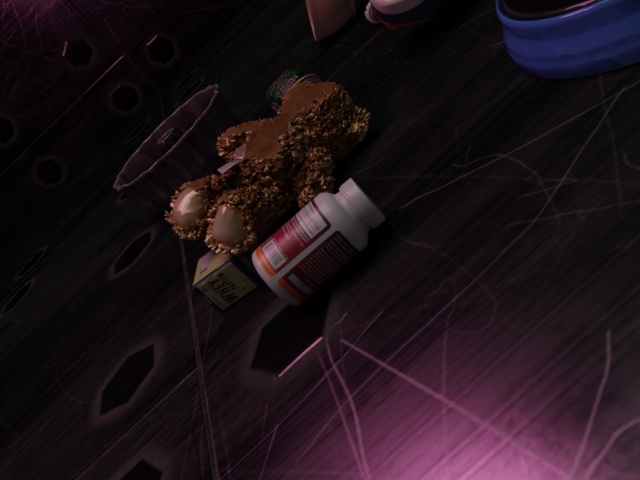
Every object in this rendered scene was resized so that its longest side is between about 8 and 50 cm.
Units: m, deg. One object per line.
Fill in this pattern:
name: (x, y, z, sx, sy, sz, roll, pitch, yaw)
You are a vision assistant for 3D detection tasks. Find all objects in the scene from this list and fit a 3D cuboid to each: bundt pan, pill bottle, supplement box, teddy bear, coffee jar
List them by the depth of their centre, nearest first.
pill bottle: (0.000, 0.000, 0.785, 0.152, 0.086, 0.086, -40, 25, 7)
supplement box: (-0.132, 0.042, 0.951, 0.083, 0.056, 0.083, -35, 27, 19)
teddy bear: (-0.071, -0.100, 0.983, 0.245, 0.113, 0.338, 0, 44, 31)
coffee jar: (-0.039, -0.274, 1.269, 0.096, 0.079, 0.184, -45, 25, 0)
bundt pan: (-0.308, -0.196, 1.504, 0.331, 0.124, 0.331, -34, 28, 21)

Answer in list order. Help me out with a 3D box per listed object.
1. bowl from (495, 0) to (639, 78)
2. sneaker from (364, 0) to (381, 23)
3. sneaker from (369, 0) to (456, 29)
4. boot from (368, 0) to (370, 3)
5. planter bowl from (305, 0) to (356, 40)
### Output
bowl: (0.378, -0.348, 0.760, 0.391, 0.077, 0.391, -35, 26, 20)
sneaker: (0.162, -0.504, 1.340, 0.170, 0.063, 0.075, -43, 24, 15)
sneaker: (0.239, -0.479, 1.131, 0.350, 0.131, 0.148, -26, -12, 4)
boot: (0.167, -0.658, 1.515, 0.223, 0.118, 0.338, -34, 31, 11)
planter bowl: (0.022, -0.560, 1.553, 0.109, 0.162, 0.162, -13, 30, 2)
